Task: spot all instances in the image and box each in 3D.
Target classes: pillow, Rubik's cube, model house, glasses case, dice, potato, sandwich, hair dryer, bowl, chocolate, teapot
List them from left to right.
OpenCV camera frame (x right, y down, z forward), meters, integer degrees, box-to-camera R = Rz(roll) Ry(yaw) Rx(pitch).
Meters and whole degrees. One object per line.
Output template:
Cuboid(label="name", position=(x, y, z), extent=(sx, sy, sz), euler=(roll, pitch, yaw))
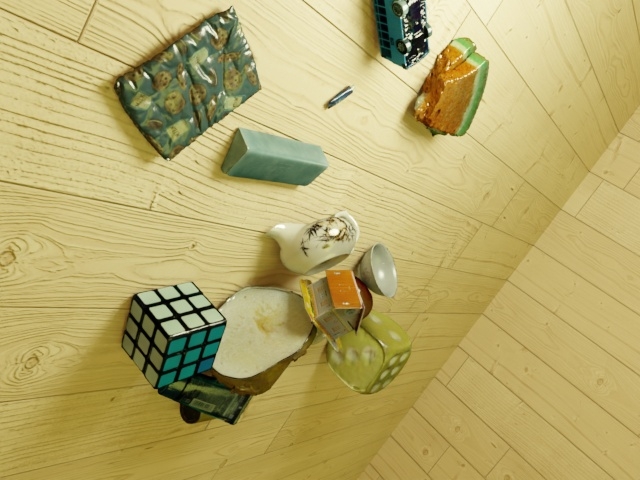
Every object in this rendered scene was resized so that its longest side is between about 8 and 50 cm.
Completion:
Cuboid(label="Rubik's cube", position=(-0.336, 0.211, 1.216), extent=(0.162, 0.163, 0.160), euler=(-13, 134, -48))
Cuboid(label="pillow", position=(-0.224, -0.275, 0.950), extent=(0.256, 0.034, 0.189), euler=(-40, 147, -14))
Cuboid(label="hair dryer", position=(-0.292, 0.407, 1.558), extent=(0.135, 0.090, 0.278), euler=(14, 107, -54))
Cuboid(label="potato", position=(-0.166, 0.270, 1.427), extent=(0.300, 0.246, 0.196), euler=(-29, 157, -21))
Cuboid(label="glasses case", position=(-0.091, -0.176, 1.197), extent=(0.266, 0.056, 0.105), euler=(1, 123, -50))
Cuboid(label="teapot", position=(0.000, 0.000, 1.428), extent=(0.300, 0.166, 0.208), euler=(-25, 160, -48))
Cuboid(label="model house", position=(0.052, 0.160, 1.424), extent=(0.136, 0.219, 0.207), euler=(-29, 124, 12))
Cuboid(label="chocolate", position=(0.083, 0.202, 1.715), extent=(0.177, 0.177, 0.176), euler=(-31, 144, -26))
Cuboid(label="dice", position=(0.181, 0.411, 1.982), extent=(0.227, 0.233, 0.238), euler=(3, 122, -52))
Cuboid(label="bowl", position=(0.179, 0.106, 1.766), extent=(0.086, 0.188, 0.189), euler=(-15, 163, 30))
Cuboid(label="sandwich", position=(0.353, -0.398, 1.447), extent=(0.212, 0.109, 0.292), euler=(-10, 132, -46))

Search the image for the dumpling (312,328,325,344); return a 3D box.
Cuboid(label="dumpling", position=(-0.051, 0.259, 1.581), extent=(0.172, 0.142, 0.247), euler=(-57, -177, -14))

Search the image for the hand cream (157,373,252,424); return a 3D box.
Cuboid(label="hand cream", position=(-0.310, 0.426, 1.467), extent=(0.271, 0.061, 0.120), euler=(33, 87, -32))

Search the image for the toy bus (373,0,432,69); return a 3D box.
Cuboid(label="toy bus", position=(0.176, -0.477, 1.150), extent=(0.090, 0.106, 0.184), euler=(-41, 142, -20))

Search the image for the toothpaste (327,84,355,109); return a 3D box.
Cuboid(label="toothpaste", position=(0.048, -0.334, 1.231), extent=(0.083, 0.019, 0.027), euler=(-40, 171, -12))
